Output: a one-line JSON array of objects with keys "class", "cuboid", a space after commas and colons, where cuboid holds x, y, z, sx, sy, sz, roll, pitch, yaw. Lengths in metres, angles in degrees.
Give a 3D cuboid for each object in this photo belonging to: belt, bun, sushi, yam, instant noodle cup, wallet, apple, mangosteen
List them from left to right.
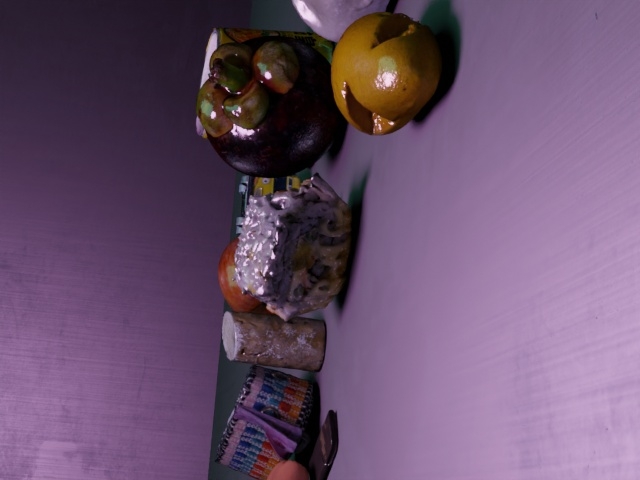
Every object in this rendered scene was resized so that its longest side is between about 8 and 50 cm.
[{"class": "apple", "cuboid": [-0.131, 0.079, 2.332, 0.188, 0.188, 0.174, 110, 152, -51]}, {"class": "instant noodle cup", "cuboid": [-0.132, -0.335, 2.377, 0.325, 0.254, 0.325, -172, 90, -77]}, {"class": "mangosteen", "cuboid": [-0.109, -0.276, 2.094, 0.300, 0.300, 0.300, -173, 90, -80]}, {"class": "belt", "cuboid": [-0.095, 0.355, 2.057, 0.295, 0.160, 0.207, 116, 176, -58]}, {"class": "yam", "cuboid": [-0.093, 0.191, 2.032, 0.107, 0.194, 0.107, -172, 90, -83]}, {"class": "sushi", "cuboid": [-0.045, 0.005, 1.858, 0.139, 0.184, 0.274, 22, 104, 50]}, {"class": "wallet", "cuboid": [0.005, 0.373, 1.862, 0.082, 0.018, 0.156, -94, 16, -44]}, {"class": "bun", "cuboid": [0.032, -0.512, 1.813, 0.354, 0.194, 0.354, -174, 90, -82]}]

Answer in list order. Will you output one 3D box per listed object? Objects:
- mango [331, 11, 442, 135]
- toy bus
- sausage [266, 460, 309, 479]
[{"class": "mango", "cuboid": [0.093, -0.236, 1.491, 0.262, 0.130, 0.167, 168, 103, -74]}, {"class": "toy bus", "cuboid": [-0.117, -0.078, 2.455, 0.262, 0.150, 0.128, 132, 143, -81]}, {"class": "sausage", "cuboid": [-0.083, 0.510, 1.820, 0.086, 0.086, 0.289, 111, 179, -53]}]
